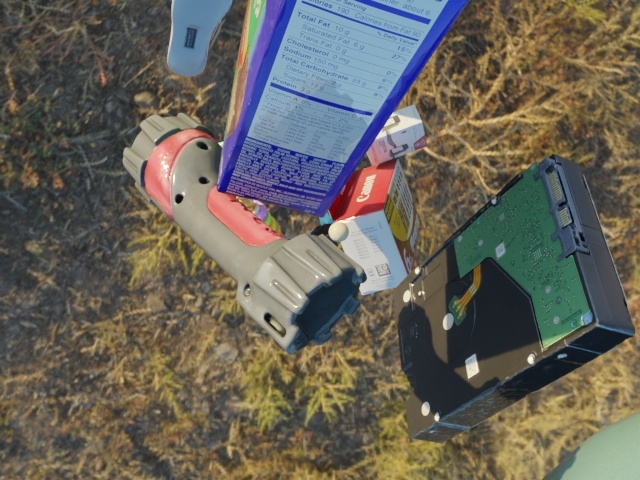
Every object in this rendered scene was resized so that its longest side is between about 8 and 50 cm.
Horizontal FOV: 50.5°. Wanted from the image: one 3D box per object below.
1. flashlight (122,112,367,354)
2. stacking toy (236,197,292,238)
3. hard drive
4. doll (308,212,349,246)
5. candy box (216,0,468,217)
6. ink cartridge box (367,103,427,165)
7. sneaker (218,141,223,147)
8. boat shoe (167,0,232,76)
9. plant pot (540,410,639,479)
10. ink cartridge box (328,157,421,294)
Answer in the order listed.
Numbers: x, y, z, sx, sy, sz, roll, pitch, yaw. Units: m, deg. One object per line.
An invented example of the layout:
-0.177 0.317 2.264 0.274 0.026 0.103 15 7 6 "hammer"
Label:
-0.080 -0.024 0.661 0.103 0.304 0.103 -11 126 -43 "flashlight"
-0.199 -0.052 1.984 0.165 0.175 0.302 20 144 30 "stacking toy"
0.212 0.084 0.844 0.064 0.237 0.339 15 140 -22 "hard drive"
0.000 0.000 1.311 0.046 0.129 0.189 9 163 -22 "doll"
0.007 -0.214 0.579 0.122 0.268 0.317 12 151 -14 "candy box"
0.177 -0.257 1.671 0.150 0.063 0.109 -20 151 6 "ink cartridge box"
-0.125 -0.159 1.302 0.216 0.121 0.079 -19 87 14 "sneaker"
-0.210 -0.392 1.146 0.095 0.084 0.258 14 147 -22 "boat shoe"
0.393 0.305 0.744 0.271 0.272 0.255 18 120 -11 "plant pot"
0.135 -0.070 1.652 0.130 0.309 0.272 -14 115 20 "ink cartridge box"
